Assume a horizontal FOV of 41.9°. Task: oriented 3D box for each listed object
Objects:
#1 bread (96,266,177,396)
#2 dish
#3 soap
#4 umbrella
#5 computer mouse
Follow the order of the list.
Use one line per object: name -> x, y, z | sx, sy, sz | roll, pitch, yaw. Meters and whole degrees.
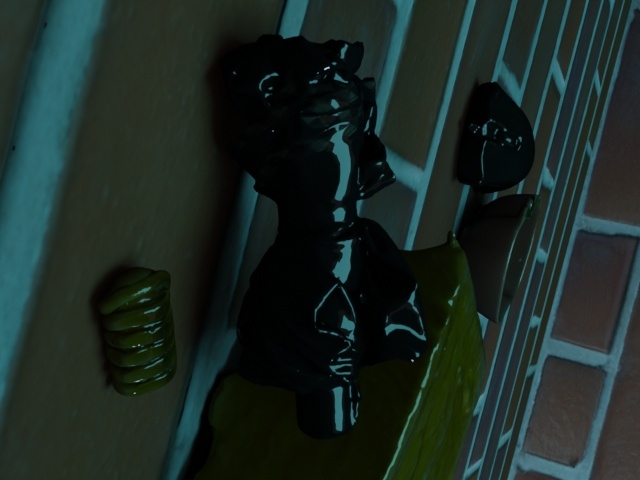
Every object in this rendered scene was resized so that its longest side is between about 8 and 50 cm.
bread -> -0.106, 0.057, 0.501 | 0.049, 0.034, 0.087 | -38, 138, -48
dish -> 0.267, 0.012, 1.292 | 0.213, 0.091, 0.213 | -50, 150, -45
soap -> 0.035, 0.168, 0.754 | 0.335, 0.156, 0.293 | 64, 46, -61
umbrella -> 0.001, -0.001, 0.563 | 0.110, 0.122, 0.272 | -166, -108, -71
computer mouse -> 0.264, -0.139, 1.204 | 0.264, 0.088, 0.146 | 3, 98, -65
